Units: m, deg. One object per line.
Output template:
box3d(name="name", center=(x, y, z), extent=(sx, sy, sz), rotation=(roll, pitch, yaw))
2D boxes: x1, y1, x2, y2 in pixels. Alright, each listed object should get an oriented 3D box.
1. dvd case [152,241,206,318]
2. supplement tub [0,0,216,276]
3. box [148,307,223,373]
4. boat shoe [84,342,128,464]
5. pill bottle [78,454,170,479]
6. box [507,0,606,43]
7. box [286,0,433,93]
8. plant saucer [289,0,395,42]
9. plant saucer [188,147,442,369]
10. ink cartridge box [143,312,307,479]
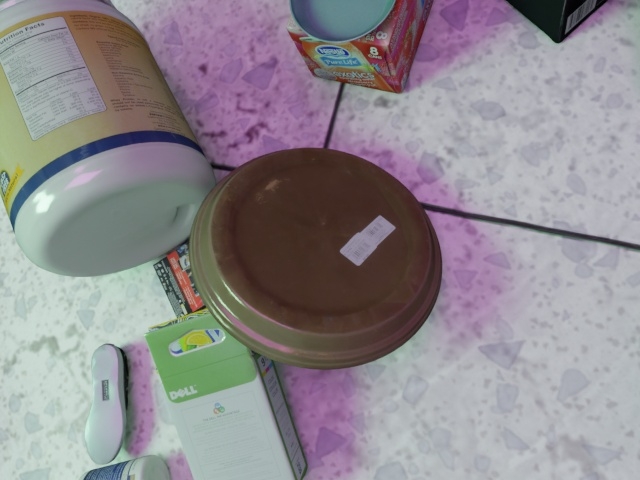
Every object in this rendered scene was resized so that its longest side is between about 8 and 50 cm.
box3d(name="dvd case", center=(-0.146, 0.037, 0.751), extent=(0.119, 0.013, 0.087), rotation=(-33, 71, 7))
box3d(name="supplement tub", center=(-0.285, -0.140, 0.716), extent=(0.228, 0.228, 0.316), rotation=(-32, 71, 7))
box3d(name="box", center=(-0.113, 0.108, 0.704), extent=(0.168, 0.054, 0.059), rotation=(-19, 73, 10))
box3d(name="boat shoe", center=(-0.256, 0.199, 0.730), extent=(0.049, 0.040, 0.142), rotation=(-3, 77, 6))
box3d(name="pill bottle", center=(-0.241, 0.295, 0.689), extent=(0.120, 0.067, 0.067), rotation=(-17, 73, 11))
box3d(name="box", center=(0.309, -0.391, 0.678), extent=(0.261, 0.103, 0.184), rotation=(-41, 68, 3))
box3d(name="box", center=(0.071, -0.326, 0.715), extent=(0.128, 0.122, 0.257), rotation=(17, 83, 18))
box3d(name="plant saucer", center=(0.026, -0.262, 0.636), extent=(0.119, 0.021, 0.119), rotation=(-3, 79, 14))
box3d(name="plant saucer", center=(0.000, 0.000, 0.635), extent=(0.277, 0.041, 0.278), rotation=(5, 56, -7))
box3d(name="ink cartridge box", center=(-0.099, 0.177, 0.645), extent=(0.109, 0.062, 0.209), rotation=(-18, 94, 10))
